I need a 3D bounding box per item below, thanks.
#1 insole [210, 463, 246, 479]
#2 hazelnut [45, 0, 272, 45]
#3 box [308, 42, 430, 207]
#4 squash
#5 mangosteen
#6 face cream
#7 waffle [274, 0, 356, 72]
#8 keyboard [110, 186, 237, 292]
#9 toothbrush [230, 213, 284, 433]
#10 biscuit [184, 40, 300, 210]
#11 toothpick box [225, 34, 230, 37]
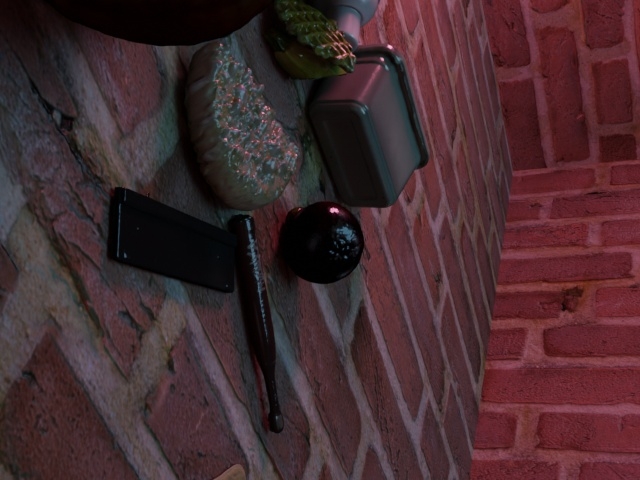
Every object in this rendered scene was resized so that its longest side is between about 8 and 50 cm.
[{"bbox_3d":[-0.158,0.373,1.222,0.248,0.011,0.081,-9,94,-69],"label":"insole"},{"bbox_3d":[-0.172,-0.408,0.899,0.421,0.352,0.421,-25,90,-86],"label":"hazelnut"},{"bbox_3d":[0.092,-0.219,1.778,0.182,0.175,0.312,-63,144,-39],"label":"box"},{"bbox_3d":[-0.038,-0.327,1.586,0.200,0.090,0.075,13,105,-54],"label":"squash"},{"bbox_3d":[0.000,0.000,1.543,0.152,0.152,0.152,-4,90,-69],"label":"mangosteen"},{"bbox_3d":[0.055,-0.513,1.752,0.145,0.145,0.370,49,41,-57],"label":"face cream"},{"bbox_3d":[-0.011,-0.374,1.566,0.183,0.036,0.169,27,31,-32],"label":"waffle"},{"bbox_3d":[-0.191,0.004,1.197,0.309,0.018,0.101,26,64,-66],"label":"keyboard"},{"bbox_3d":[-0.095,0.137,1.391,0.041,0.041,0.364,-36,119,-65],"label":"toothbrush"},{"bbox_3d":[-0.128,-0.146,1.306,0.281,0.084,0.179,57,40,-47],"label":"biscuit"},{"bbox_3d":[-0.142,-0.350,1.343,0.083,0.052,0.052,-66,145,-52],"label":"toothpick box"}]
